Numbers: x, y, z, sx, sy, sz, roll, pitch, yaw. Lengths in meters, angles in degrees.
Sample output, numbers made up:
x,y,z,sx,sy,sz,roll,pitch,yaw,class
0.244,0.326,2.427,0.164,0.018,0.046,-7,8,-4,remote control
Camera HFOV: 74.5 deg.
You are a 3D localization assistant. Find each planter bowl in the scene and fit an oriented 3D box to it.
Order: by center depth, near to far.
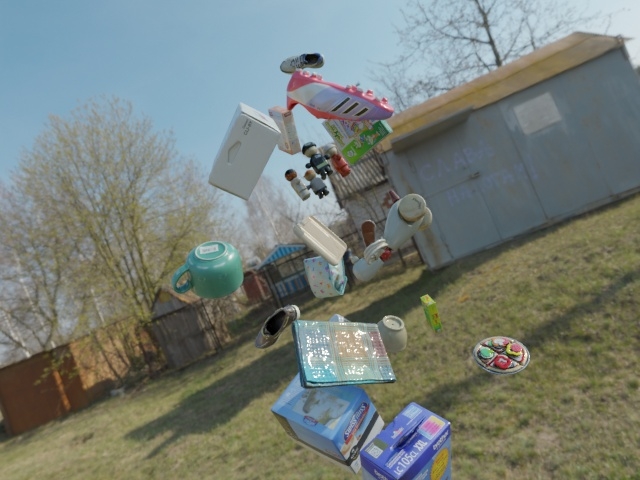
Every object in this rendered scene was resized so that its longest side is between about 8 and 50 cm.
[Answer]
x,y,z,sx,sy,sz,roll,pitch,yaw,class
0.316,0.407,1.882,0.162,0.109,0.162,7,28,-4,planter bowl

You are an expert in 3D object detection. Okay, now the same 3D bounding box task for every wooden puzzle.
x,y,z,sx,sy,sz,roll,pitch,yaw,class
0.000,0.000,1.703,0.044,0.221,0.238,-49,0,21,wooden puzzle

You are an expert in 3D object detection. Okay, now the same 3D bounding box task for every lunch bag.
x,y,z,sx,sy,sz,roll,pitch,yaw,class
0.037,0.223,2.599,0.223,0.262,0.160,-14,-4,43,lunch bag

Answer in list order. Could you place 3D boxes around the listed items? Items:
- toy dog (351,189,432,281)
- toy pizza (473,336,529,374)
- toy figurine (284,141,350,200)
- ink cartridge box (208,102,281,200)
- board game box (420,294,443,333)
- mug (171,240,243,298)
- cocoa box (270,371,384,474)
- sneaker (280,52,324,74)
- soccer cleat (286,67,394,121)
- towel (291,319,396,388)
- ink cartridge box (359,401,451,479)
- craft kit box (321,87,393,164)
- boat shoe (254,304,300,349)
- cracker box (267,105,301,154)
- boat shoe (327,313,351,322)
x,y,z,sx,sy,sz,roll,pitch,yaw,class
0.207,-0.038,1.358,0.334,0.161,0.220,-37,-28,-17,toy dog
0.699,0.437,1.631,0.201,0.032,0.201,-13,27,7,toy pizza
-0.018,-0.265,1.605,0.209,0.148,0.213,-43,-15,34,toy figurine
-0.290,-0.346,1.590,0.279,0.160,0.384,-61,19,15,ink cartridge box
0.572,0.379,2.164,0.043,0.181,0.092,-22,22,-3,board game box
-0.262,0.068,1.002,0.129,0.097,0.158,16,38,22,mug
0.024,0.694,1.656,0.347,0.228,0.231,2,39,45,cocoa box
-0.056,-0.527,1.236,0.135,0.052,0.058,-13,8,5,sneaker
0.036,-0.289,0.895,0.083,0.248,0.095,-31,-38,-60,soccer cleat
0.084,0.416,1.577,0.370,0.271,0.040,5,-46,-21,towel
0.264,0.694,1.275,0.270,0.395,0.151,-25,25,-37,ink cartridge box
0.166,-0.525,1.950,0.247,0.250,0.061,-37,-1,37,craft kit box
-0.238,0.439,2.108,0.324,0.116,0.097,-44,-29,24,boat shoe
-0.188,-0.583,2.228,0.067,0.232,0.156,-29,37,-21,cracker box
0.038,0.492,2.084,0.301,0.102,0.108,-52,26,17,boat shoe
